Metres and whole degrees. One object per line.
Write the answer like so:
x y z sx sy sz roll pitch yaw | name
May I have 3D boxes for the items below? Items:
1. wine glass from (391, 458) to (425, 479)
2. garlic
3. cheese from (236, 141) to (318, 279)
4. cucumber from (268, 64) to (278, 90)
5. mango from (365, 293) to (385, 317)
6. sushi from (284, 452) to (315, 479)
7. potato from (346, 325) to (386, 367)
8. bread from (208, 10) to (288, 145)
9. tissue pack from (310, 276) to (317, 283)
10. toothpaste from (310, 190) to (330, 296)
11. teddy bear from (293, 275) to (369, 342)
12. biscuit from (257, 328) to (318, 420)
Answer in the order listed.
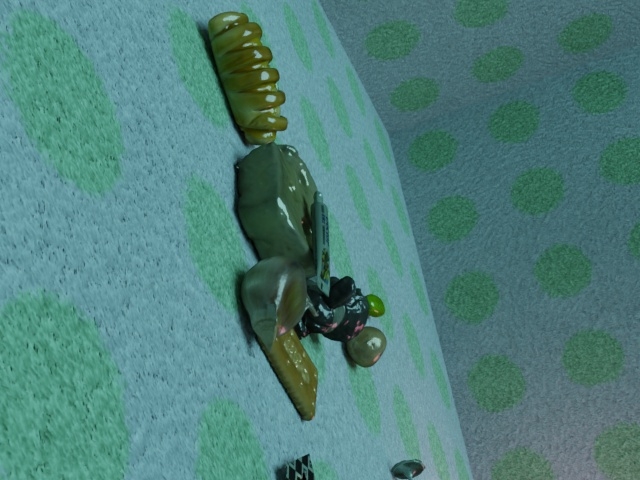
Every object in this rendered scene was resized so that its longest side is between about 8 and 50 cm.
0.251 0.684 2.158 0.183 0.122 0.122 -101 165 -49 | wine glass
-0.069 0.099 1.601 0.266 0.128 0.148 -15 122 -59 | garlic
-0.082 -0.067 1.796 0.326 0.115 0.318 15 58 -75 | cheese
-0.144 -0.409 2.164 0.067 0.035 0.107 -48 122 -54 | cucumber
0.164 0.204 2.536 0.108 0.056 0.073 27 41 -67 | mango
-0.040 0.457 1.474 0.126 0.026 0.120 9 66 -70 | sushi
0.123 0.280 2.177 0.147 0.112 0.112 17 55 -82 | potato
-0.158 -0.375 1.887 0.173 0.121 0.311 -50 122 -75 | bread
-0.014 0.068 2.074 0.122 0.026 0.193 45 30 -63 | tissue pack
0.000 0.000 1.737 0.067 0.037 0.255 55 27 -50 | toothpaste
0.018 0.138 1.842 0.144 0.171 0.251 56 12 27 | teddy bear
-0.062 0.234 1.658 0.160 0.030 0.249 -85 153 -59 | biscuit
